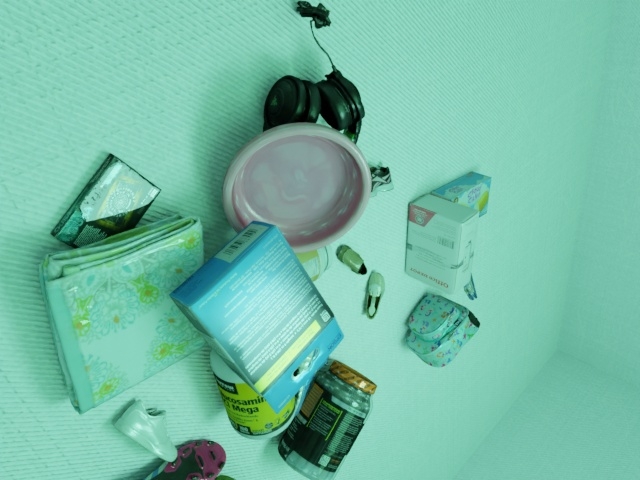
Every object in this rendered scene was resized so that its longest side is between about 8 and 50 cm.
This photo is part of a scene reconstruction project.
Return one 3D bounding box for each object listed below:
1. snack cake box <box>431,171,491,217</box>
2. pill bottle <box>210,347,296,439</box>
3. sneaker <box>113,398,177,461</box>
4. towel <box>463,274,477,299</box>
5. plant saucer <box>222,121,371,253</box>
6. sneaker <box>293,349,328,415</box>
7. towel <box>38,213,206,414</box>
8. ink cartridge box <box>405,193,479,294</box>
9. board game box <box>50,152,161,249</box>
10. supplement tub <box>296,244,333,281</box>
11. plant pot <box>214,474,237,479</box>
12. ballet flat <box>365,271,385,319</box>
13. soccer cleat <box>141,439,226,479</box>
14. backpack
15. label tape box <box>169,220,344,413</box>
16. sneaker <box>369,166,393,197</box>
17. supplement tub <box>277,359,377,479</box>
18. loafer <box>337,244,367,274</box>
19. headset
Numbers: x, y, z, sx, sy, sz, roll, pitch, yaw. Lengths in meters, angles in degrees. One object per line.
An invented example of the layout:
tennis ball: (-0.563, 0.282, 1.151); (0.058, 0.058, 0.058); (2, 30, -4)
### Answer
snack cake box: (0.507, -0.136, 1.936); (0.264, 0.089, 0.152); (-27, 129, -37)
pill bottle: (-0.175, 0.336, 1.365); (0.188, 0.187, 0.334); (-33, 131, -32)
sneaker: (-0.395, 0.458, 1.285); (0.094, 0.080, 0.212); (-57, 140, -27)
towel: (0.537, 0.091, 2.050); (0.285, 0.034, 0.209); (44, 35, -50)
plant saucer: (-0.054, -0.120, 1.197); (0.331, 0.084, 0.332); (-8, 130, -9)
sneaker: (-0.042, 0.377, 1.579); (0.147, 0.129, 0.330); (10, 102, -47)
towel: (-0.380, 0.146, 1.097); (0.320, 0.090, 0.375); (-23, 132, -38)
ink cartridge box: (0.407, 0.012, 1.811); (0.117, 0.207, 0.283); (-29, 130, -37)
board game box: (-0.409, -0.058, 1.029); (0.186, 0.026, 0.126); (-57, 139, -9)
supplement tub: (-0.080, 0.056, 1.355); (0.199, 0.144, 0.145); (-25, 127, -38)
plant pot: (-0.290, 0.847, 1.420); (0.353, 0.366, 0.367); (-48, 139, -35)
ballet flat: (0.182, 0.188, 1.770); (0.052, 0.057, 0.168); (-66, 162, -64)
soccer cleat: (-0.389, 0.622, 1.364); (0.143, 0.116, 0.331); (-42, 165, 32)
backpack: (0.444, 0.341, 2.020); (0.191, 0.225, 0.254); (38, 85, -27)
label tape box: (-0.123, 0.168, 1.173); (0.249, 0.115, 0.348); (-45, 123, -24)
sneaker: (0.144, -0.174, 1.550); (0.178, 0.071, 0.077); (-25, 115, -47)
supplement tub: (0.029, 0.569, 1.695); (0.207, 0.207, 0.338); (36, 83, -50)
loafer: (0.104, 0.062, 1.631); (0.056, 0.050, 0.148); (-59, 140, -7)
headset: (-0.023, -0.330, 1.236); (0.243, 0.185, 0.394); (-15, 132, -28)
